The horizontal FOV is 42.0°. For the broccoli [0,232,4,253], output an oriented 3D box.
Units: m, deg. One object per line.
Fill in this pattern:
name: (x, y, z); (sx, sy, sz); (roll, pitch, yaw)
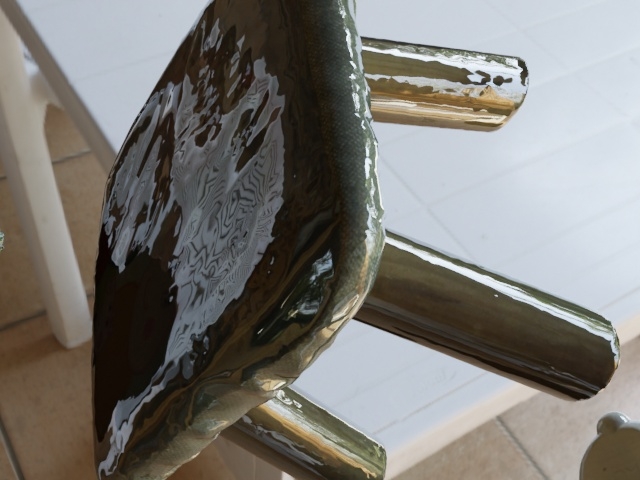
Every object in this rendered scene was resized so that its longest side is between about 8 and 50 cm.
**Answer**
broccoli: (-0.485, 0.069, 0.909); (0.297, 0.297, 0.297); (-14, 78, -18)

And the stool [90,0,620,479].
stool: (0.000, 0.000, 0.558); (0.226, 0.310, 0.310); (17, 48, -29)

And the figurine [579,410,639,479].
figurine: (0.393, 0.287, 0.919); (0.235, 0.127, 0.155); (28, 28, -38)
